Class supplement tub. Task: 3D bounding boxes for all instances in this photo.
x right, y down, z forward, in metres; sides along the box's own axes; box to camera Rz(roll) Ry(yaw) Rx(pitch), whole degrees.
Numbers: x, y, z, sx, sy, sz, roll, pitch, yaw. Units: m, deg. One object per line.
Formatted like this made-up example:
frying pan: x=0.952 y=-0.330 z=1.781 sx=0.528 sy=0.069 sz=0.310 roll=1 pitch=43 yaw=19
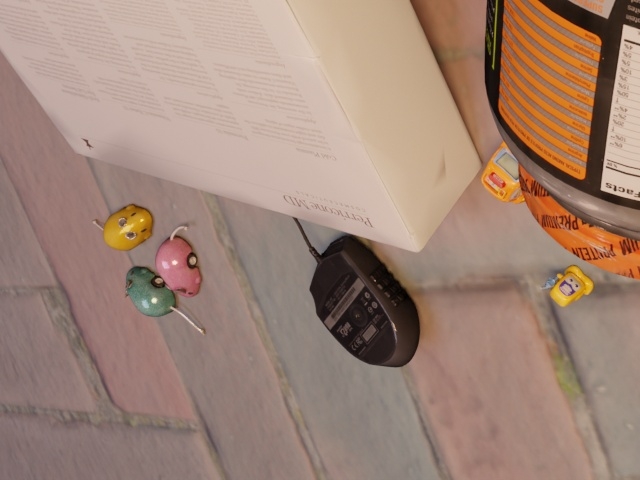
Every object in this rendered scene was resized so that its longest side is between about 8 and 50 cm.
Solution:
supplement tub: x=0.172 y=-0.135 z=0.583 sx=0.193 sy=0.193 sz=0.316 roll=33 pitch=150 yaw=27

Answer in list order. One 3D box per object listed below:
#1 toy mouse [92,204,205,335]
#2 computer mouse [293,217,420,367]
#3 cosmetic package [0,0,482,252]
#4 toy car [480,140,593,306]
toy mouse: x=-0.154 y=0.035 z=1.228 sx=0.161 sy=0.031 sz=0.143 roll=-17 pitch=103 yaw=52
computer mouse: x=0.000 y=0.000 z=1.035 sx=0.242 sy=0.041 sz=0.071 roll=53 pitch=135 yaw=15
cosmetic package: x=-0.101 y=-0.153 z=0.906 sx=0.377 sy=0.097 sz=0.284 roll=17 pitch=148 yaw=40
toy car: x=0.146 y=-0.014 z=0.852 sx=0.122 sy=0.040 sz=0.060 roll=56 pitch=143 yaw=1
